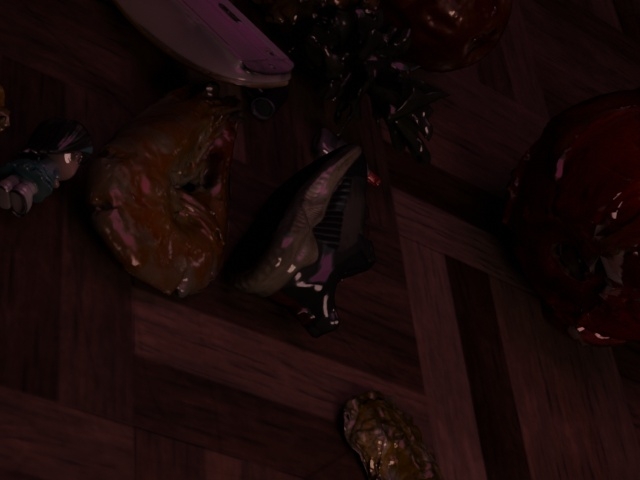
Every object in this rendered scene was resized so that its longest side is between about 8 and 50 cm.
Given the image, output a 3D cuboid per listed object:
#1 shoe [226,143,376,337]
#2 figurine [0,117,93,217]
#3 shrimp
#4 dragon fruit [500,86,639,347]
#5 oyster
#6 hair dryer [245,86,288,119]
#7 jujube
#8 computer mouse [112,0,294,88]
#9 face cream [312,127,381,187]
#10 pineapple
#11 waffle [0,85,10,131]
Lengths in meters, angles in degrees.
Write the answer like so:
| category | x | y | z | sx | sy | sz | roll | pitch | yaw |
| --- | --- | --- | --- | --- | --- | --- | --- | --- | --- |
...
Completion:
| category | x | y | z | sx | sy | sz | roll | pitch | yaw |
| --- | --- | --- | --- | --- | --- | --- | --- | --- | --- |
| shoe | 0.000 | 0.000 | 1.258 | 0.112 | 0.099 | 0.227 | 50 | 38 | -11 |
| figurine | -0.229 | -0.062 | 1.101 | 0.106 | 0.060 | 0.047 | -56 | 139 | -46 |
| shrimp | -0.119 | -0.058 | 1.209 | 0.154 | 0.062 | 0.294 | 52 | 36 | -19 |
| dragon fruit | 0.354 | -0.029 | 1.506 | 0.301 | 0.295 | 0.296 | -31 | 82 | -35 |
| oyster | 0.067 | 0.193 | 1.202 | 0.121 | 0.045 | 0.146 | 22 | 41 | -13 |
| hair dryer | -0.074 | -0.161 | 1.381 | 0.083 | 0.026 | 0.047 | 39 | 34 | -3 |
| jujube | 0.102 | -0.327 | 1.583 | 0.197 | 0.197 | 0.290 | -8 | 58 | -50 |
| computer mouse | -0.132 | -0.222 | 1.324 | 0.245 | 0.056 | 0.126 | 43 | 27 | 15 |
| face cream | 0.029 | -0.083 | 1.418 | 0.083 | 0.021 | 0.040 | 36 | 35 | -19 |
| pineapple | 0.020 | -0.227 | 1.436 | 0.169 | 0.169 | 0.340 | -10 | 71 | -51 |
| waffle | -0.363 | -0.165 | 1.043 | 0.245 | 0.052 | 0.254 | -3 | 59 | -47 |
